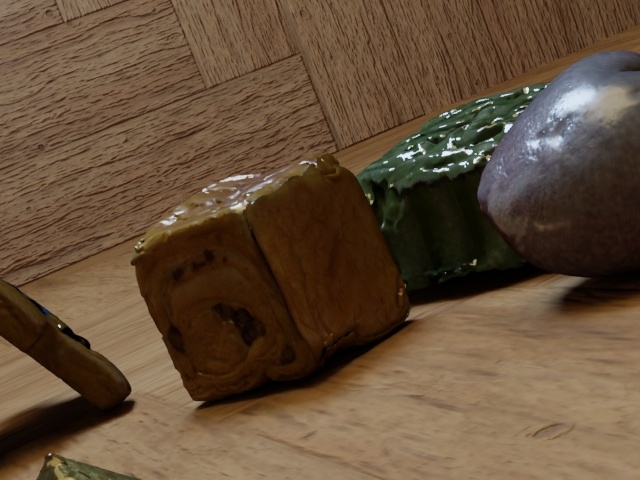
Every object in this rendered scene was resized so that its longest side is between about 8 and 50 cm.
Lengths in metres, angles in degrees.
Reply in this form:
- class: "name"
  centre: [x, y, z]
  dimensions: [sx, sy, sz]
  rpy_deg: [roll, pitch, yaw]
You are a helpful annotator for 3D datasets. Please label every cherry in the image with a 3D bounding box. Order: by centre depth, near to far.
- class: "cherry"
  centre: [0.200, -0.046, 0.904]
  dimensions: [0.176, 0.140, 0.176]
  rpy_deg: [-29, 35, 23]

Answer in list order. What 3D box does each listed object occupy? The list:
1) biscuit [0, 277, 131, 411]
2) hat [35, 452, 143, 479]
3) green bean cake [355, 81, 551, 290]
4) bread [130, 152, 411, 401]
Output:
- class: "biscuit"
  centre: [-0.291, 0.051, 1.164]
  dimensions: [0.278, 0.301, 0.043]
  rpy_deg: [26, 76, 45]
- class: "hat"
  centre: [-0.142, 0.150, 0.745]
  dimensions: [0.146, 0.067, 0.146]
  rpy_deg: [-21, 7, 3]
- class: "green bean cake"
  centre: [0.157, -0.049, 1.135]
  dimensions: [0.241, 0.132, 0.255]
  rpy_deg: [-10, 12, 41]
- class: "bread"
  centre: [-0.039, 0.027, 1.020]
  dimensions: [0.149, 0.158, 0.143]
  rpy_deg: [-10, 11, 38]
